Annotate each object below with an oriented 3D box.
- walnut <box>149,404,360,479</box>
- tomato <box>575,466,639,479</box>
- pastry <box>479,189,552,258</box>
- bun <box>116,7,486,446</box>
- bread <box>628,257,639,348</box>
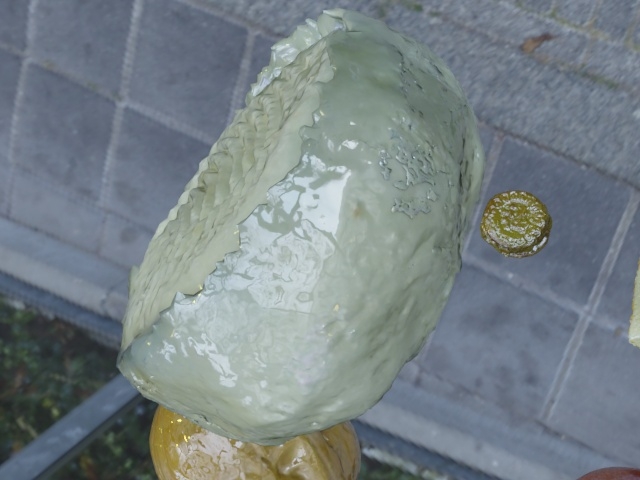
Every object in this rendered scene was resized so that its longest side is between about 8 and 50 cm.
[{"bbox_3d":[-0.064,0.210,1.153,0.225,0.193,0.193,43,128,-19],"label":"walnut"},{"bbox_3d":[0.393,0.393,1.430,0.232,0.188,0.232,6,97,54],"label":"tomato"},{"bbox_3d":[0.287,-0.025,1.673,0.109,0.057,0.097,-13,63,2],"label":"pastry"},{"bbox_3d":[0.000,0.000,0.656,0.152,0.259,0.259,35,128,-16],"label":"bun"},{"bbox_3d":[0.548,0.098,1.788,0.125,0.188,0.068,32,149,-27],"label":"bread"}]
